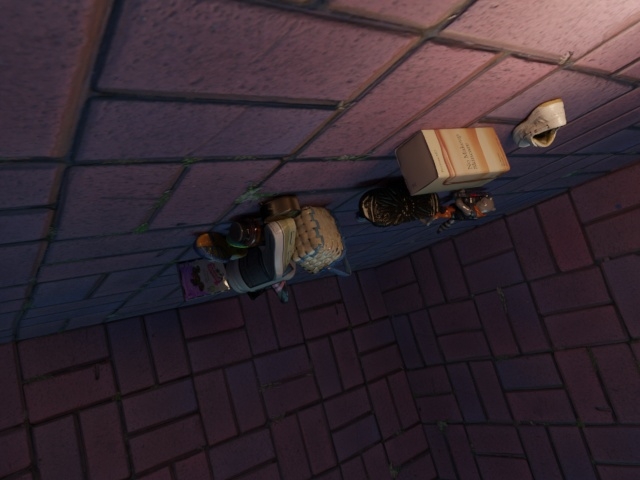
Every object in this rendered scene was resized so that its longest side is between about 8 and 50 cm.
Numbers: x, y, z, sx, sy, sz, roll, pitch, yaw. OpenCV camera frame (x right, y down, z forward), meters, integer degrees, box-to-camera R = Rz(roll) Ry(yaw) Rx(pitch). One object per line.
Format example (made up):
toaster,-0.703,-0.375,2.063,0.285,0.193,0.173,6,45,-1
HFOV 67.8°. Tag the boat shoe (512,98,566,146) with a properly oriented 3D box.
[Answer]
boat shoe,0.662,-0.326,1.448,0.098,0.096,0.277,-17,170,4

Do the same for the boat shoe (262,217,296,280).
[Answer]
boat shoe,-0.133,0.037,1.625,0.094,0.109,0.302,-21,152,-21

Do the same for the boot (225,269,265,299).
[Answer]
boot,-0.397,0.217,2.395,0.246,0.207,0.094,-30,-171,47

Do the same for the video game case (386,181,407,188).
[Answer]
video game case,0.402,-0.195,1.693,0.196,0.026,0.274,0,178,-43

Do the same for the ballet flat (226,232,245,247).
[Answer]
ballet flat,-0.243,-0.022,1.775,0.231,0.077,0.077,-14,-174,-24

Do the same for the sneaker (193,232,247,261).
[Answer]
sneaker,-0.394,0.044,1.773,0.131,0.112,0.296,-19,169,19

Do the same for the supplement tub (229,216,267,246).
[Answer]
supplement tub,-0.217,-0.032,1.651,0.106,0.106,0.198,-24,167,39

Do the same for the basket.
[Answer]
basket,0.000,0.000,1.786,0.201,0.255,0.289,-35,147,29

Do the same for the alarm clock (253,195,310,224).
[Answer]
alarm clock,-0.115,-0.101,1.551,0.192,0.064,0.129,-5,165,-37

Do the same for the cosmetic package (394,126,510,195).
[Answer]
cosmetic package,0.384,-0.233,1.378,0.296,0.153,0.129,-12,167,-31

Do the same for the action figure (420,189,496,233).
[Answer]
action figure,0.696,-0.145,2.283,0.341,0.178,0.330,-5,175,-38

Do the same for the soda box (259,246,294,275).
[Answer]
soda box,-0.188,0.063,1.968,0.063,0.183,0.058,-37,169,2

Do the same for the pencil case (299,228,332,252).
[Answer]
pencil case,-0.052,-0.001,2.013,0.124,0.124,0.284,-24,166,39

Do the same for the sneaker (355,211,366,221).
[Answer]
sneaker,0.218,-0.112,2.049,0.135,0.052,0.058,-16,166,-1

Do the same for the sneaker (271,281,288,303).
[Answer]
sneaker,-0.240,0.191,2.394,0.131,0.319,0.112,-14,-152,-9

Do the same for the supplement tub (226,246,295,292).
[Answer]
supplement tub,-0.266,0.119,2.139,0.272,0.191,0.191,-20,169,22

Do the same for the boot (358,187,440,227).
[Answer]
boot,0.239,-0.115,1.772,0.348,0.131,0.260,0,179,-29

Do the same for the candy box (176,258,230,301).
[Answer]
candy box,-0.510,0.163,2.074,0.196,0.165,0.070,-12,171,-23
